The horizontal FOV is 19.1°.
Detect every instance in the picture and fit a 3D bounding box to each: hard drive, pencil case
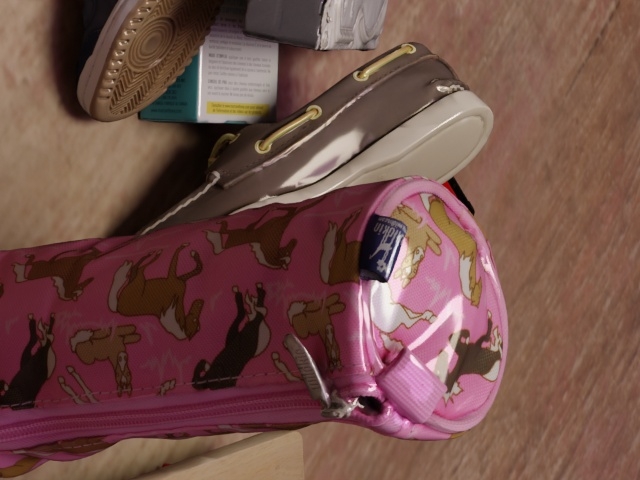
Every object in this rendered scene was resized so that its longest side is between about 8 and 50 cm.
[{"bbox_3d":[0.021,-0.261,1.433,0.339,0.064,0.237,-28,129,-80],"label":"hard drive"},{"bbox_3d":[-0.078,0.061,1.208,0.167,0.386,0.160,8,77,-55],"label":"pencil case"}]

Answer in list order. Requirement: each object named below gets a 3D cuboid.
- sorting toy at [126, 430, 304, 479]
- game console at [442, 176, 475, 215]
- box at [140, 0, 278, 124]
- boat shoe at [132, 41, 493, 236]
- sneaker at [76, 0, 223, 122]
[{"bbox_3d":[-0.119,0.286,1.419,0.257,0.089,0.255,-12,103,-53],"label":"sorting toy"},{"bbox_3d":[0.068,-0.058,1.676,0.124,0.085,0.144,-55,135,-20],"label":"game console"},{"bbox_3d":[-0.082,-0.211,1.448,0.100,0.060,0.244,-2,95,-55],"label":"box"},{"bbox_3d":[-0.026,-0.044,1.444,0.324,0.096,0.116,-31,153,-13],"label":"boat shoe"},{"bbox_3d":[-0.137,-0.235,1.354,0.099,0.153,0.282,-13,134,-56],"label":"sneaker"}]
